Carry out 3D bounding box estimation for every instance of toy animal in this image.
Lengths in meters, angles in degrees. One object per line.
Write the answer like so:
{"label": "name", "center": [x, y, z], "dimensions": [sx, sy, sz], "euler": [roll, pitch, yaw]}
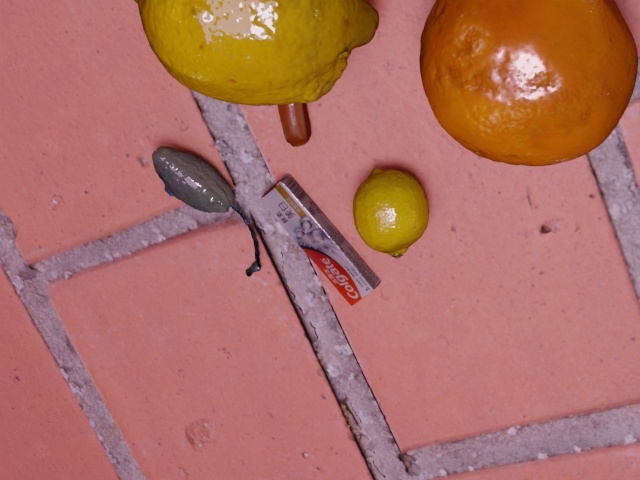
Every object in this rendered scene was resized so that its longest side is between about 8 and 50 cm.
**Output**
{"label": "toy animal", "center": [-0.160, -0.054, 1.462], "dimensions": [0.253, 0.070, 0.079], "euler": [47, 156, -19]}

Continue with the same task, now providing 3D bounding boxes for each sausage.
{"label": "sausage", "center": [-0.041, -0.198, 1.356], "dimensions": [0.039, 0.041, 0.131], "euler": [-3, 113, 16]}

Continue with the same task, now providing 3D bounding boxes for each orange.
{"label": "orange", "center": [0.245, -0.215, 1.119], "dimensions": [0.261, 0.261, 0.261], "euler": [8, 116, 16]}

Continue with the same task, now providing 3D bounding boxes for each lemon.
{"label": "lemon", "center": [0.100, -0.039, 1.341], "dimensions": [0.109, 0.109, 0.133], "euler": [-10, 101, 24]}
{"label": "lemon", "center": [-0.085, -0.295, 1.211], "dimensions": [0.320, 0.245, 0.245], "euler": [11, 117, 5]}

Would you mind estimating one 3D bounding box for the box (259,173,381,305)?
{"label": "box", "center": [0.000, 0.000, 1.434], "dimensions": [0.055, 0.039, 0.218], "euler": [-36, 98, 28]}
